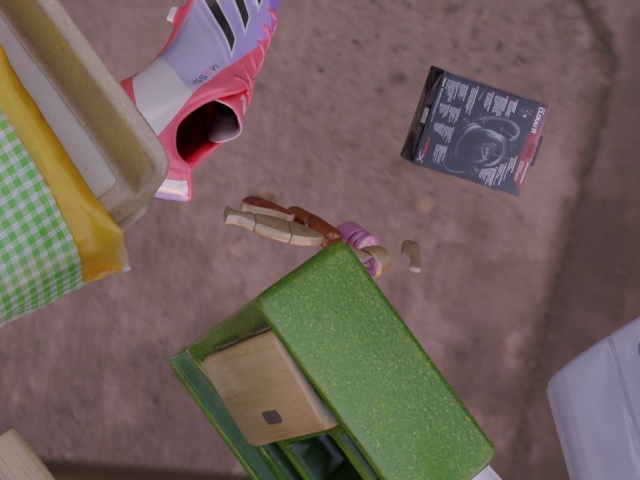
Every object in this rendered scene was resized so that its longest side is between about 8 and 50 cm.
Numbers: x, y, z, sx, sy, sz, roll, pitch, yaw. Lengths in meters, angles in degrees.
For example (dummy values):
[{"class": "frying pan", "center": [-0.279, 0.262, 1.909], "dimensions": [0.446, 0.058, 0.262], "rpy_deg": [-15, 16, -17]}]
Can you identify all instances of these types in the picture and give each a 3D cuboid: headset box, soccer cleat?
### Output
[{"class": "headset box", "center": [0.101, -0.067, 1.122], "dimensions": [0.083, 0.032, 0.062], "rpy_deg": [16, 98, -16]}, {"class": "soccer cleat", "center": [-0.073, -0.113, 1.206], "dimensions": [0.095, 0.248, 0.083], "rpy_deg": [20, 138, 19]}]

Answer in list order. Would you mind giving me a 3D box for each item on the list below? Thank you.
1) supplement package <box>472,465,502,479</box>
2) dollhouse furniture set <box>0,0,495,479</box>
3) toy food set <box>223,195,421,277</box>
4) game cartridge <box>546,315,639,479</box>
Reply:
[{"class": "supplement package", "center": [0.050, 0.251, 1.491], "dimensions": [0.199, 0.262, 0.198], "rpy_deg": [-41, 87, -7]}, {"class": "dollhouse furniture set", "center": [-0.119, 0.022, 0.660], "dimensions": [0.197, 0.151, 0.301], "rpy_deg": [-37, 93, -19]}, {"class": "toy food set", "center": [0.000, 0.000, 1.084], "dimensions": [0.122, 0.078, 0.019], "rpy_deg": [17, 106, -3]}, {"class": "game cartridge", "center": [0.308, 0.119, 1.235], "dimensions": [0.294, 0.196, 0.060], "rpy_deg": [-23, 147, 18]}]
